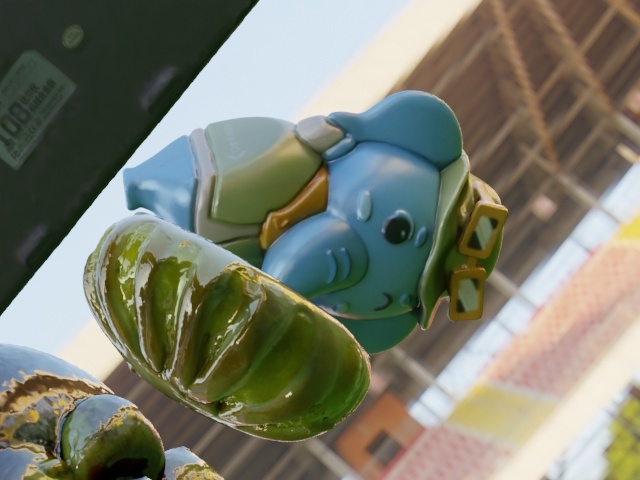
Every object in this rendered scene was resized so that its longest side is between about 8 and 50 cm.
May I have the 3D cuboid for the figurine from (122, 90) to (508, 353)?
[{"bbox_3d":[-0.001,-0.003,1.366,0.262,0.180,0.154,-8,-1,-6],"label":"figurine"}]

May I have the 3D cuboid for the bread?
[{"bbox_3d":[-0.042,0.047,0.994,0.083,0.157,0.094,-61,16,-18],"label":"bread"}]

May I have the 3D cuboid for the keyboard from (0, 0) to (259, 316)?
[{"bbox_3d":[-0.120,-0.060,0.791,0.317,0.106,0.027,-46,5,31],"label":"keyboard"}]

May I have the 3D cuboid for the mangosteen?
[{"bbox_3d":[-0.250,0.230,1.590,0.330,0.330,0.330,-43,-20,-20],"label":"mangosteen"}]
